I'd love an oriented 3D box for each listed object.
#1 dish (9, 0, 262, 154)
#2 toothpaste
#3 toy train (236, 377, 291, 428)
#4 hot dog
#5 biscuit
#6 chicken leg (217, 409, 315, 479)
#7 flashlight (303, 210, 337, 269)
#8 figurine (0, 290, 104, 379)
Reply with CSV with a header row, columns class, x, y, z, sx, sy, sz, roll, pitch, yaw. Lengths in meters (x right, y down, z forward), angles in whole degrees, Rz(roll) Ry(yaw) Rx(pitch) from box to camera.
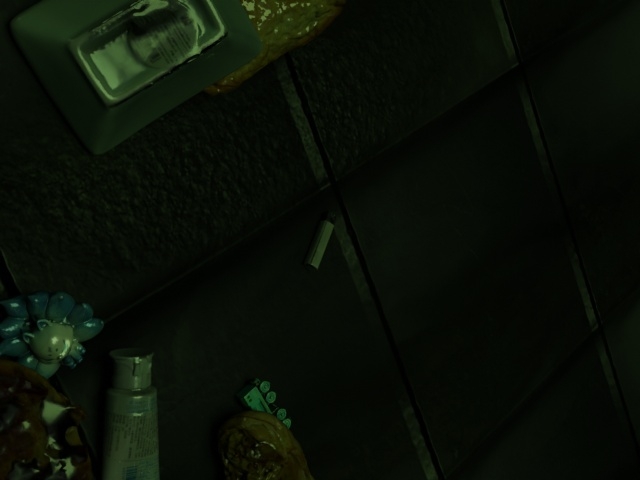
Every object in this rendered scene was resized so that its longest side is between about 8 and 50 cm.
class,x,y,z,sx,sy,sz,roll,pitch,yaw
dish,-0.193,-0.222,1.192,0.243,0.080,0.181,-35,113,-10
toothpaste,-0.217,0.243,1.235,0.089,0.057,0.234,-4,97,-42
toy train,-0.071,0.219,1.388,0.045,0.029,0.092,-40,116,-29
hot dog,-0.100,-0.287,1.329,0.259,0.114,0.175,-35,119,-15
biscuit,-0.368,0.278,1.067,0.289,0.081,0.334,33,70,-38
chicken leg,-0.052,0.298,1.361,0.207,0.085,0.101,51,33,-31
flashlight,0.000,0.000,1.472,0.018,0.018,0.083,37,63,-34
figurine,-0.296,0.093,1.143,0.114,0.079,0.114,-10,129,-12
